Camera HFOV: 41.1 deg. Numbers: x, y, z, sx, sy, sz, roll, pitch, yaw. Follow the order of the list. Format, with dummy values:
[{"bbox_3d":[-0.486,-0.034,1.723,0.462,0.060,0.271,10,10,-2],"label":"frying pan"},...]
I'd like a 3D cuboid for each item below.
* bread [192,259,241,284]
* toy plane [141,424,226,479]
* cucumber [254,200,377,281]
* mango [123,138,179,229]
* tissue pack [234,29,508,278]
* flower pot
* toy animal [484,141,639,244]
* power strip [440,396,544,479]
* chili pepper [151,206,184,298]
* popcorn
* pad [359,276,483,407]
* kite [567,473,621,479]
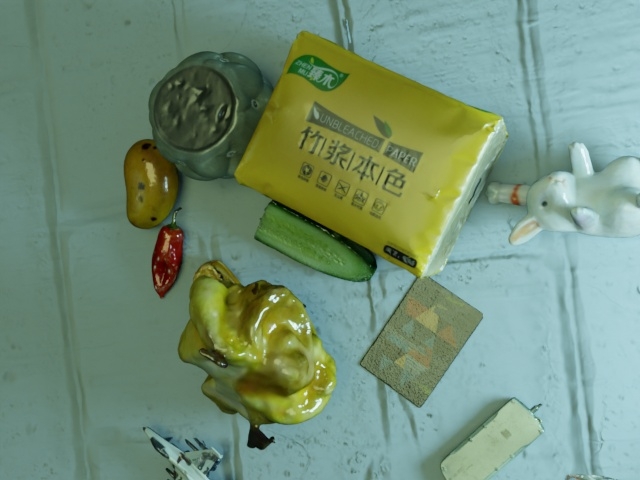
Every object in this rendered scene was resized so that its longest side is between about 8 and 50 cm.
[{"bbox_3d":[-0.201,0.093,1.658,0.083,0.044,0.111,-42,81,15],"label":"bread"},{"bbox_3d":[-0.260,0.440,1.667,0.234,0.082,0.160,45,113,28],"label":"toy plane"},{"bbox_3d":[0.000,0.000,1.580,0.244,0.063,0.115,30,137,13],"label":"cucumber"},{"bbox_3d":[-0.333,-0.110,1.678,0.115,0.090,0.178,2,94,28],"label":"mango"},{"bbox_3d":[0.090,-0.148,1.471,0.382,0.228,0.293,28,100,17],"label":"tissue pack"},{"bbox_3d":[-0.192,-0.228,1.578,0.246,0.195,0.246,-1,88,18],"label":"flower pot"},{"bbox_3d":[0.412,-0.070,1.411,0.282,0.138,0.140,3,55,14],"label":"toy animal"},{"bbox_3d":[0.306,0.360,1.503,0.227,0.029,0.080,-45,75,13],"label":"power strip"},{"bbox_3d":[-0.303,0.026,1.687,0.059,0.050,0.191,12,101,1],"label":"chili pepper"},{"bbox_3d":[-0.105,0.197,1.531,0.297,0.281,0.316,25,137,11],"label":"popcorn"},{"bbox_3d":[0.183,0.182,1.556,0.143,0.003,0.211,34,99,15],"label":"pad"},{"bbox_3d":[0.476,0.546,1.455,0.152,0.015,0.285,11,93,18],"label":"kite"}]
